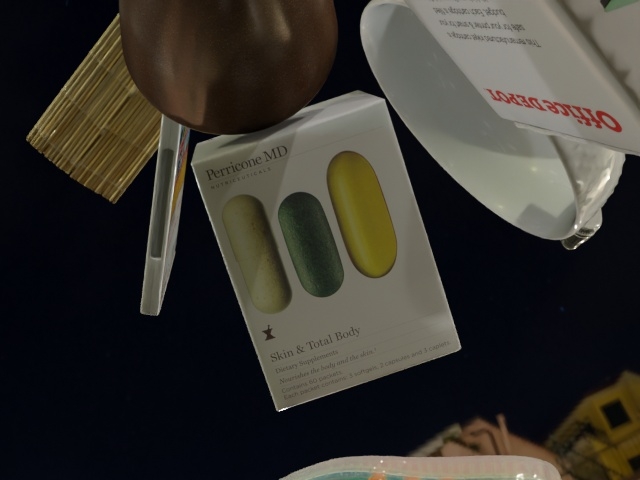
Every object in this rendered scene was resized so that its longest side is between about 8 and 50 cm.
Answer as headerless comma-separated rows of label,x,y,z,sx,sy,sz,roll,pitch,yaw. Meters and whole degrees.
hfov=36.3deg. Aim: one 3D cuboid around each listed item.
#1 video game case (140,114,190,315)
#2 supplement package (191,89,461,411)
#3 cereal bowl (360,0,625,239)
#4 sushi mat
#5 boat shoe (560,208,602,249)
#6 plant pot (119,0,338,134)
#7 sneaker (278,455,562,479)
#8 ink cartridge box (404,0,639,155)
video game case,-0.186,-0.077,1.210,0.025,0.204,0.285,8,-69,-5
supplement package,0.000,0.000,1.028,0.199,0.198,0.262,-19,-78,-1
cereal bowl,0.204,-0.168,1.065,0.141,0.339,0.339,-41,-55,-8
sushi mat,-0.253,-0.209,1.327,0.151,0.019,0.316,38,-75,-12
boat shoe,0.427,-0.080,1.632,0.078,0.219,0.070,22,-40,-3
plant pot,-0.087,-0.233,0.858,0.215,0.215,0.230,-10,-13,-4
sneaker,0.076,0.271,0.881,0.302,0.121,0.108,-7,-53,7
ink cartridge box,0.107,-0.192,0.557,0.117,0.201,0.278,-45,-69,-2
